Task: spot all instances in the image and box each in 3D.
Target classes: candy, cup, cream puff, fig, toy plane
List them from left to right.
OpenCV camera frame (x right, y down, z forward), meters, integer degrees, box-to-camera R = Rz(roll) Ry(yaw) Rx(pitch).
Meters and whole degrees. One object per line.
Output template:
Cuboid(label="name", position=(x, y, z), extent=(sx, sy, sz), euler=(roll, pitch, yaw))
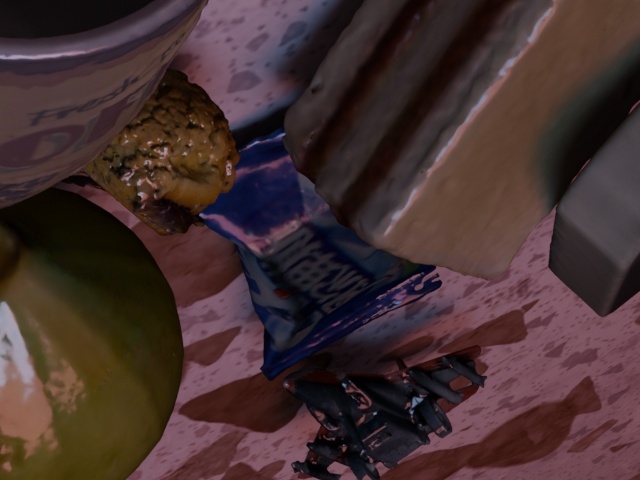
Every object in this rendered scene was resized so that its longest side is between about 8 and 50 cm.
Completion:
Cuboid(label="fig", position=(-0.203, 0.061, 1.153), extent=(0.239, 0.239, 0.271), euler=(-19, 157, -20))
Cuboid(label="cup", position=(-0.152, -0.157, 0.915), extent=(0.301, 0.227, 0.257), euler=(-50, 178, -28))
Cuboid(label="cream puff", position=(-0.114, -0.063, 1.170), extent=(0.104, 0.119, 0.133), euler=(-54, 172, -5))
Cuboid(label="candy", position=(0.000, 0.000, 1.436), extent=(0.187, 0.077, 0.331), euler=(-29, 151, -7))
Cuboid(label="toy plane", position=(0.041, 0.161, 1.672), extent=(0.223, 0.104, 0.326), euler=(-37, 163, 13))
Cuboid(label="candy", position=(0.128, -0.134, 1.221), extent=(0.179, 0.135, 0.321), euler=(7, 124, -52))

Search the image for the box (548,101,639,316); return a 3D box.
Cuboid(label="box", position=(0.318, -0.110, 1.348), extent=(0.367, 0.090, 0.373), euler=(-48, 169, -2))
